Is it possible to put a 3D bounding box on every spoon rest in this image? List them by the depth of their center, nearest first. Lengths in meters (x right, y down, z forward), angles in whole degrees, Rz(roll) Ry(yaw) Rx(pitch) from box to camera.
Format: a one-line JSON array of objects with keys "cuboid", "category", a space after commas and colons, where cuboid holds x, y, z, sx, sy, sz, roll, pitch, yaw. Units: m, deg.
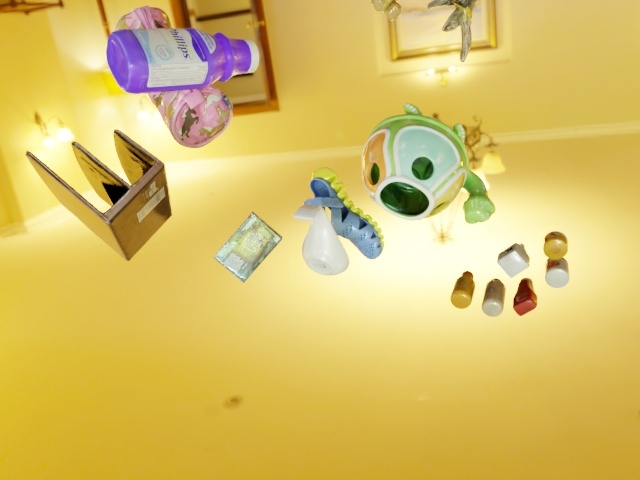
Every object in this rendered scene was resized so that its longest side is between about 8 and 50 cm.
[{"cuboid": [0.000, 0.000, 1.532, 0.137, 0.276, 0.084, 10, -125, 21], "category": "spoon rest"}]

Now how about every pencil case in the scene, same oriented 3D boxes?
[{"cuboid": [-0.353, -0.391, 1.368, 0.160, 0.167, 0.386, 11, -145, -52], "category": "pencil case"}]

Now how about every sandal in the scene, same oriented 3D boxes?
[{"cuboid": [0.058, -0.057, 1.724, 0.138, 0.317, 0.126, -47, -172, -34], "category": "sandal"}]

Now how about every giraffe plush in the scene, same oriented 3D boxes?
[{"cuboid": [0.254, -0.846, 1.918, 0.170, 0.181, 0.210, -38, 167, 33], "category": "giraffe plush"}]

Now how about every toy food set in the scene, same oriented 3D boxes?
[{"cuboid": [0.359, 0.060, 1.067, 0.232, 0.111, 0.104, -41, -174, 32], "category": "toy food set"}]

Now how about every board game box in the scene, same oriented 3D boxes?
[{"cuboid": [-0.221, 0.021, 1.785, 0.186, 0.126, 0.026, -48, -173, 5], "category": "board game box"}]

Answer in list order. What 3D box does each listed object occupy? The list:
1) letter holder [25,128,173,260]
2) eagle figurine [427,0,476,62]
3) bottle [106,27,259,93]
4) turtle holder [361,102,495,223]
[{"cuboid": [-0.437, -0.111, 1.183, 0.152, 0.214, 0.302, -51, 179, -19], "category": "letter holder"}, {"cuboid": [0.280, -0.502, 1.038, 0.225, 0.226, 0.298, -28, 170, 4], "category": "eagle figurine"}, {"cuboid": [-0.251, -0.345, 1.108, 0.283, 0.092, 0.118, -16, -116, -36], "category": "bottle"}, {"cuboid": [0.243, -0.147, 1.418, 0.243, 0.320, 0.227, -26, -150, 37], "category": "turtle holder"}]
